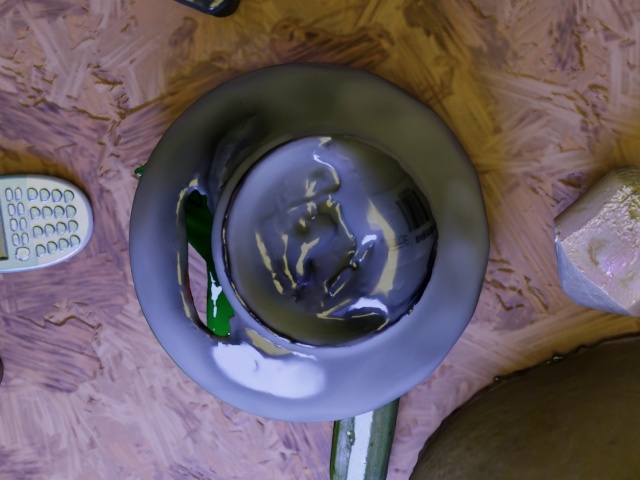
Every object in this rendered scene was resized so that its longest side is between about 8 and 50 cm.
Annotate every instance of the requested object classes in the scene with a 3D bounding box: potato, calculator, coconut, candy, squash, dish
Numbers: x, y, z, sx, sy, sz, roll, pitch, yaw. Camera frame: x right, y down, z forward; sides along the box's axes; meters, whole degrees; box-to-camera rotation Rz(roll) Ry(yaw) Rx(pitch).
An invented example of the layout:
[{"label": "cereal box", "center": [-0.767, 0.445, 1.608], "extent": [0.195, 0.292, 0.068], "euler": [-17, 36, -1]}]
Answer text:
[{"label": "potato", "center": [0.278, 0.313, 1.012], "extent": [0.442, 0.319, 0.385], "euler": [-14, 102, 14]}, {"label": "calculator", "center": [-0.295, -0.017, 1.134], "extent": [0.153, 0.021, 0.095], "euler": [-6, 103, 0]}, {"label": "coconut", "center": [0.259, 0.006, 1.028], "extent": [0.116, 0.116, 0.122], "euler": [43, 103, -5]}, {"label": "candy", "center": [-0.073, -0.004, 1.091], "extent": [0.141, 0.078, 0.203], "euler": [-22, 105, 11]}, {"label": "squash", "center": [0.046, 0.147, 1.123], "extent": [0.066, 0.066, 0.229], "euler": [8, 108, 6]}, {"label": "dish", "center": [0.000, 0.000, 0.998], "extent": [0.324, 0.124, 0.324], "euler": [0, 89, -9]}]

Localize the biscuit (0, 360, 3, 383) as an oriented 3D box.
[{"label": "biscuit", "center": [-0.437, 0.036, 1.170], "extent": [0.183, 0.047, 0.320], "euler": [-29, 101, 17]}]

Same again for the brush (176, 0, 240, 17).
[{"label": "brush", "center": [-0.102, -0.302, 1.019], "extent": [0.123, 0.059, 0.197], "euler": [22, 105, 1]}]
